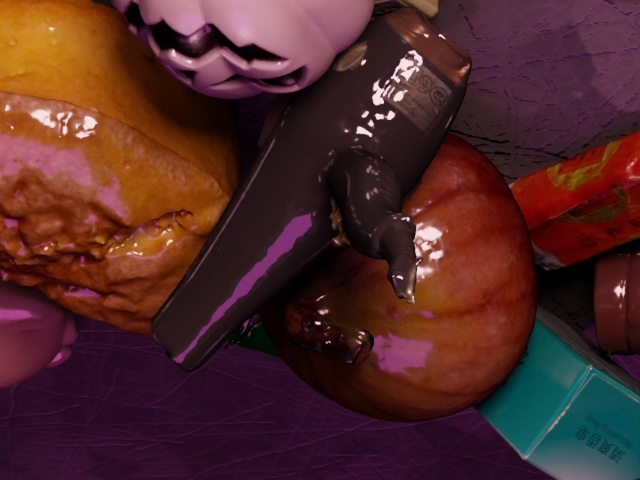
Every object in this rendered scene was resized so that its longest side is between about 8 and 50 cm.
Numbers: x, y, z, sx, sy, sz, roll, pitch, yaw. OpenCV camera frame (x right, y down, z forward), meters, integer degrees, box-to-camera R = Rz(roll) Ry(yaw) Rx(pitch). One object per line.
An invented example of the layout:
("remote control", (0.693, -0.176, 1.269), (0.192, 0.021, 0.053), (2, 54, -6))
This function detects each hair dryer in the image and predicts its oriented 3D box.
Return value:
("hair dryer", (0.000, 0.000, 1.190), (0.120, 0.359, 0.304), (41, 97, -16))

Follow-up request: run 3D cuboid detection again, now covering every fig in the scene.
("fig", (0.052, 0.026, 1.424), (0.214, 0.235, 0.235), (0, 149, -22))

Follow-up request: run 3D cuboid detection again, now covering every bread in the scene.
("bread", (-0.170, -0.070, 1.388), (0.340, 0.194, 0.179), (30, 134, -27))

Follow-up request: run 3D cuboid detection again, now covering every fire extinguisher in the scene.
("fire extinguisher", (0.388, 0.050, 1.454), (0.341, 0.141, 0.105), (0, 112, 20))

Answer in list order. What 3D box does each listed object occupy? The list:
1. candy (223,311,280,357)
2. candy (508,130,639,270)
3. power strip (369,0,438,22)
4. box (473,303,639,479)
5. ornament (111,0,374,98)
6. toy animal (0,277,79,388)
("candy", (0.030, 0.085, 1.641), (0.203, 0.078, 0.141), (20, 144, -22))
("candy", (0.222, -0.034, 1.442), (0.086, 0.059, 0.292), (32, 140, -32))
("power strip", (-0.003, -0.161, 1.329), (0.169, 0.028, 0.076), (-10, 167, 25))
("box", (0.191, 0.122, 1.513), (0.153, 0.245, 0.092), (33, 97, -27))
("ornament", (-0.047, -0.179, 1.217), (0.177, 0.177, 0.177), (7, 144, 5))
("toy animal", (-0.398, 0.135, 1.668), (0.345, 0.247, 0.277), (7, 146, 5))
